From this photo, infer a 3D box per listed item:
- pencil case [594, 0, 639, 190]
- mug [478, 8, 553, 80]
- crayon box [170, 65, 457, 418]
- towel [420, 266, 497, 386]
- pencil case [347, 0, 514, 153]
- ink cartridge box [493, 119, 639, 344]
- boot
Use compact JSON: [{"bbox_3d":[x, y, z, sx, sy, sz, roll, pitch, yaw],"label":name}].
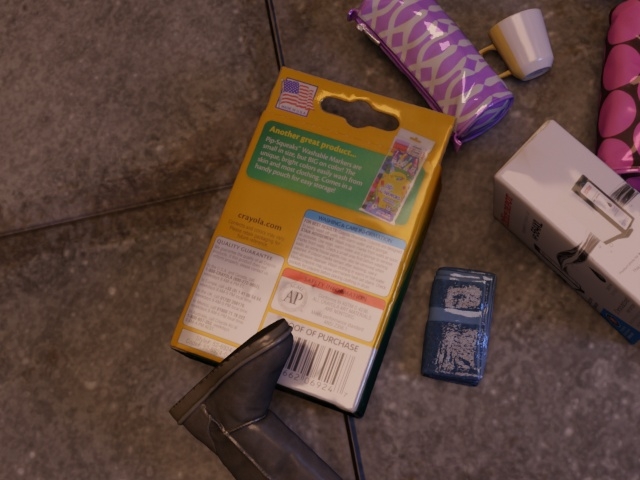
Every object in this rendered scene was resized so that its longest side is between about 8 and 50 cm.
[{"bbox_3d":[0.345,-0.152,1.056,0.098,0.095,0.209,12,78,-6],"label":"pencil case"},{"bbox_3d":[0.222,-0.209,1.109,0.062,0.078,0.064,-17,80,-31],"label":"mug"},{"bbox_3d":[0.000,0.000,1.059,0.203,0.083,0.323,18,79,12],"label":"crayon box"},{"bbox_3d":[0.143,0.088,1.045,0.067,0.029,0.119,8,76,10],"label":"towel"},{"bbox_3d":[0.120,-0.200,1.095,0.088,0.086,0.206,-33,72,-18],"label":"pencil case"},{"bbox_3d":[0.270,-0.006,0.992,0.086,0.148,0.203,-45,73,-4],"label":"ink cartridge box"},{"bbox_3d":[-0.028,0.196,0.956,0.208,0.076,0.189,49,129,5],"label":"boot"}]
